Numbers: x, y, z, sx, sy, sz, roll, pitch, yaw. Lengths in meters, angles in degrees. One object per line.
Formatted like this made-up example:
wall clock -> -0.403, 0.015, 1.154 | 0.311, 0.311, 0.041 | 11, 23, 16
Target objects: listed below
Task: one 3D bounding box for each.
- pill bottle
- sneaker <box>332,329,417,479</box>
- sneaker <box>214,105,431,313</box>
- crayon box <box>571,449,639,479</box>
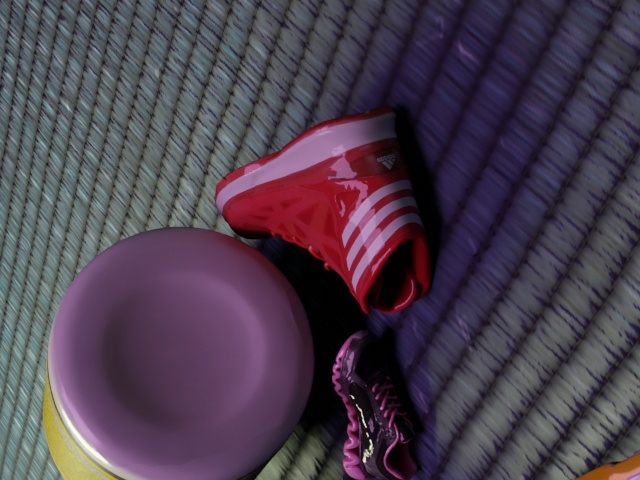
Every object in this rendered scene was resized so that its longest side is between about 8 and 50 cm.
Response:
pill bottle -> -0.118, 0.119, 1.489 | 0.334, 0.188, 0.188 | 121, 129, -72
sneaker -> 0.044, 0.118, 1.355 | 0.057, 0.047, 0.119 | 17, 125, 43
sneaker -> 0.000, 0.000, 1.312 | 0.221, 0.087, 0.128 | -34, 73, 66
crayon box -> 0.130, 0.253, 1.063 | 0.323, 0.083, 0.203 | -32, 69, 33
